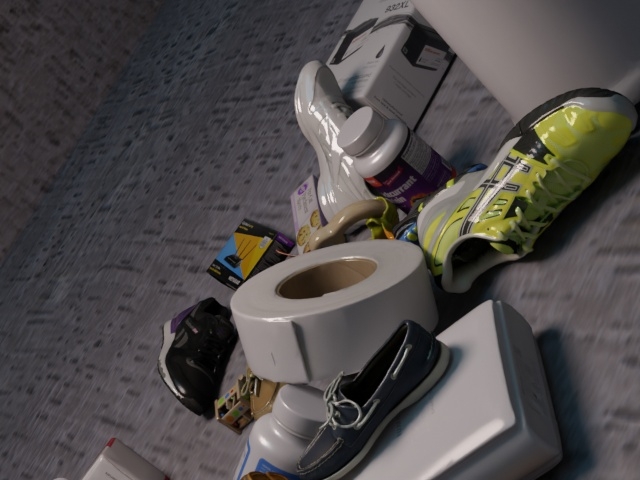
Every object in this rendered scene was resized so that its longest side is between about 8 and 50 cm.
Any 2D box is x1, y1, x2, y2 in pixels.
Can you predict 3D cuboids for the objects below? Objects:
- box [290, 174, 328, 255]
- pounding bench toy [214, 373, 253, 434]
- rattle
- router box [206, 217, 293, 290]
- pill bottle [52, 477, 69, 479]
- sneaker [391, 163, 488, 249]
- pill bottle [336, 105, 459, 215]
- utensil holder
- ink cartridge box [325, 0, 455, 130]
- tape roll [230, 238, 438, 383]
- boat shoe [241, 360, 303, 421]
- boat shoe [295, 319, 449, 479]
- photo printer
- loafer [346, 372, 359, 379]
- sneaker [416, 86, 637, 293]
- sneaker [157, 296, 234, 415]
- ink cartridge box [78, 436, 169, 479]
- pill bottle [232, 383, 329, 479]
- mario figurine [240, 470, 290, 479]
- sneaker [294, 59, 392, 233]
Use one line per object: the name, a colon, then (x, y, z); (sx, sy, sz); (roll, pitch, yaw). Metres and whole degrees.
box: (0.000, 0.000, 2.228); (0.067, 0.063, 0.324); (-42, 27, 19)
pounding bench toy: (-0.138, 0.267, 2.121); (0.065, 0.052, 0.083); (-44, 26, 17)
rattle: (0.048, 0.030, 2.023); (0.199, 0.130, 0.143); (-23, 69, -8)
router box: (-0.135, 0.033, 2.429); (0.133, 0.046, 0.179); (-55, 25, -7)
pill bottle: (-0.480, 0.492, 2.380); (0.065, 0.065, 0.116); (-46, 25, 12)
sneaker: (0.182, -0.058, 1.952); (0.188, 0.067, 0.078); (-40, 37, -10)
pill bottle: (0.121, -0.123, 2.036); (0.108, 0.193, 0.108); (-39, 28, 25)
utensil holder: (0.297, -0.382, 1.816); (0.327, 0.385, 0.328); (-38, 22, 18)
ink cartridge box: (0.127, -0.338, 2.382); (0.223, 0.129, 0.307); (-3, 53, 58)
tape roll: (0.019, 0.095, 1.815); (0.286, 0.100, 0.286); (-13, 17, 4)
boat shoe: (-0.087, 0.186, 2.096); (0.104, 0.089, 0.285); (-38, 29, 26)
boat shoe: (0.050, 0.204, 1.604); (0.254, 0.079, 0.095); (-45, 24, 14)
photo printer: (0.144, 0.247, 1.612); (0.307, 0.107, 0.256); (-39, 27, 25)
loafer: (0.034, 0.167, 1.947); (0.251, 0.094, 0.087); (-135, 56, -70)
sneaker: (0.290, -0.058, 1.767); (0.384, 0.145, 0.147); (-43, 35, 37)
sneaker: (-0.213, 0.190, 2.294); (0.124, 0.107, 0.283); (-39, 27, 12)
ink cartridge box: (-0.386, 0.487, 2.084); (0.306, 0.131, 0.226); (-55, 4, -2)
pill bottle: (-0.048, 0.311, 1.747); (0.124, 0.124, 0.221); (-112, 40, -62)
mario figurine: (-0.114, 0.464, 1.636); (0.321, 0.170, 0.198); (-64, 30, 13)
sneaker: (0.053, -0.172, 2.207); (0.152, 0.114, 0.305); (-21, 81, 36)
